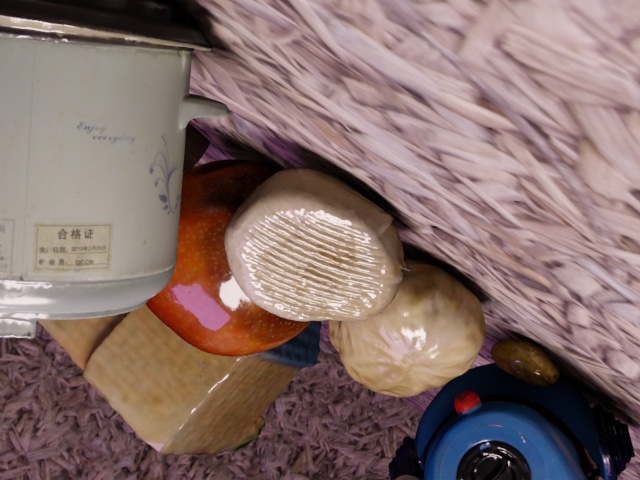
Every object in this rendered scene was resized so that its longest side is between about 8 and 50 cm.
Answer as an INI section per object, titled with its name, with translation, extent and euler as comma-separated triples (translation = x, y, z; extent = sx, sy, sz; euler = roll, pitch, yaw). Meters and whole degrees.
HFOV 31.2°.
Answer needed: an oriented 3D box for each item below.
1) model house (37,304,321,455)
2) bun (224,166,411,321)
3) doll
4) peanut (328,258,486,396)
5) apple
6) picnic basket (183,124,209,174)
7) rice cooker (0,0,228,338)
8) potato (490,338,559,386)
[model house]
translation = -0.187, 0.069, 1.665
extent = 0.382, 0.342, 0.334
euler = 41, -177, 18
[bun]
translation = 0.000, 0.000, 1.112
extent = 0.173, 0.167, 0.113
euler = 44, -148, -22
[doll]
translation = 0.215, 0.260, 1.317
extent = 0.284, 0.240, 0.310
euler = -13, 170, 14
[peanut]
translation = 0.083, 0.095, 1.276
extent = 0.152, 0.152, 0.313
euler = 35, 174, -10
[apple]
translation = -0.091, 0.016, 1.274
extent = 0.230, 0.230, 0.230
euler = 33, 173, 5
[picnic basket]
translation = -0.276, -0.134, 1.349
extent = 0.165, 0.139, 0.267
euler = 26, 169, 47
[rice cooker]
translation = -0.224, -0.090, 0.873
extent = 0.317, 0.316, 0.264
euler = 35, -176, -12
[potato]
translation = 0.227, 0.132, 1.273
extent = 0.092, 0.045, 0.046
euler = 30, 133, 50
